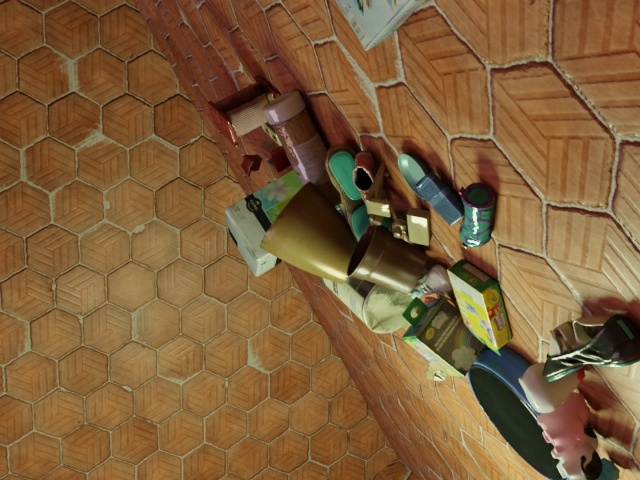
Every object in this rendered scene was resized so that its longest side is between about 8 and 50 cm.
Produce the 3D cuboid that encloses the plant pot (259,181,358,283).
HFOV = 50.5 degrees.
[{"bbox_3d":[0.000,0.000,1.931,0.254,0.237,0.237,37,166,3],"label":"plant pot"}]

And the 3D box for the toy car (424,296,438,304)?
[{"bbox_3d":[0.353,0.265,1.943,0.239,0.053,0.225,64,173,5],"label":"toy car"}]

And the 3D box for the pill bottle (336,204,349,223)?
[{"bbox_3d":[0.068,-0.085,2.150,0.067,0.067,0.120,36,155,59],"label":"pill bottle"}]

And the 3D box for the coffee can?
[{"bbox_3d":[0.146,0.126,2.063,0.275,0.201,0.201,42,160,50],"label":"coffee can"}]

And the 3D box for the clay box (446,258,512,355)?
[{"bbox_3d":[0.379,0.160,1.600,0.127,0.053,0.222,41,161,52],"label":"clay box"}]

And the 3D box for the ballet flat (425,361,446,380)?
[{"bbox_3d":[0.384,0.424,2.212,0.067,0.073,0.206,39,164,23],"label":"ballet flat"}]

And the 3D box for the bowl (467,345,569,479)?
[{"bbox_3d":[0.517,0.440,1.719,0.391,0.077,0.391,53,167,18],"label":"bowl"}]

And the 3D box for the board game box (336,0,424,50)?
[{"bbox_3d":[0.062,-0.509,1.112,0.318,0.066,0.318,59,168,-6],"label":"board game box"}]

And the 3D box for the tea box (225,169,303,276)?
[{"bbox_3d":[-0.149,-0.064,2.433,0.220,0.323,0.329,56,169,7],"label":"tea box"}]

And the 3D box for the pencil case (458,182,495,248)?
[{"bbox_3d":[0.305,-0.048,1.335,0.070,0.064,0.151,24,153,22],"label":"pencil case"}]

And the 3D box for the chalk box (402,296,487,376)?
[{"bbox_3d":[0.306,0.237,1.759,0.213,0.132,0.132,40,167,-1],"label":"chalk box"}]

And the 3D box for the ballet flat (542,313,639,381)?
[{"bbox_3d":[0.479,0.187,1.226,0.096,0.095,0.280,65,159,11],"label":"ballet flat"}]

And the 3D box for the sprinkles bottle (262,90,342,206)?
[{"bbox_3d":[-0.039,-0.259,2.001,0.355,0.121,0.121,62,167,-23],"label":"sprinkles bottle"}]

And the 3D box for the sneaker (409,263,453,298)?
[{"bbox_3d":[0.280,0.121,1.786,0.080,0.094,0.212,58,167,2],"label":"sneaker"}]

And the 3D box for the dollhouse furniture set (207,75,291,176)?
[{"bbox_3d":[-0.208,-0.337,2.267,0.152,0.201,0.374,47,164,38],"label":"dollhouse furniture set"}]

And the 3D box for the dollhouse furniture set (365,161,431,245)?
[{"bbox_3d":[0.210,-0.090,1.684,0.151,0.123,0.144,13,149,20],"label":"dollhouse furniture set"}]

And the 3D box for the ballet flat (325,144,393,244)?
[{"bbox_3d":[0.105,-0.115,1.871,0.342,0.116,0.124,61,-173,-20],"label":"ballet flat"}]

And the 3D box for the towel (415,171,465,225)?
[{"bbox_3d":[0.259,-0.091,1.446,0.119,0.029,0.067,49,149,1],"label":"towel"}]

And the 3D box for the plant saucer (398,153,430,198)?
[{"bbox_3d":[0.218,-0.148,1.521,0.119,0.021,0.119,53,166,19],"label":"plant saucer"}]

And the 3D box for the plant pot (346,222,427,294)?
[{"bbox_3d":[0.180,0.053,1.780,0.165,0.167,0.167,25,170,-7],"label":"plant pot"}]

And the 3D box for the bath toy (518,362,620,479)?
[{"bbox_3d":[0.530,0.389,1.430,0.348,0.129,0.151,62,-177,-22],"label":"bath toy"}]

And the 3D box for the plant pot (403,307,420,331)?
[{"bbox_3d":[0.300,0.254,2.187,0.236,0.032,0.236,52,167,17],"label":"plant pot"}]

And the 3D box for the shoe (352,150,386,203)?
[{"bbox_3d":[0.121,-0.135,1.737,0.081,0.063,0.178,-70,-31,-52],"label":"shoe"}]
